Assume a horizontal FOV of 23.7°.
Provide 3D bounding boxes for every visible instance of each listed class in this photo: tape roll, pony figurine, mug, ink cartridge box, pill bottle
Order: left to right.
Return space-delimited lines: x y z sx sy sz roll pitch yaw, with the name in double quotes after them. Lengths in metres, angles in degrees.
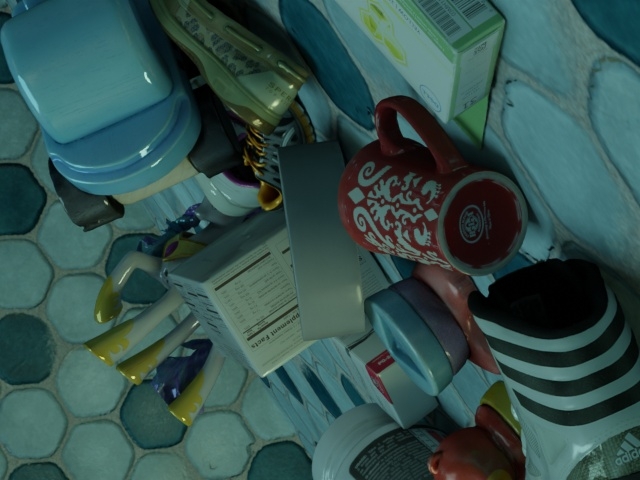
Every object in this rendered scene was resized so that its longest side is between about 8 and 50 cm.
-0.141 0.079 2.224 0.351 0.363 0.303 44 170 -37 "pony figurine"
0.000 0.000 1.703 0.219 0.072 0.219 173 90 -88 "tape roll"
0.085 0.176 2.115 0.150 0.063 0.109 39 161 55 "ink cartridge box"
0.069 -0.167 1.235 0.171 0.056 0.235 51 166 18 "ink cartridge box"
0.091 -0.040 1.354 0.150 0.113 0.169 49 169 -25 "mug"
0.141 0.372 2.078 0.363 0.210 0.210 38 160 56 "pill bottle"

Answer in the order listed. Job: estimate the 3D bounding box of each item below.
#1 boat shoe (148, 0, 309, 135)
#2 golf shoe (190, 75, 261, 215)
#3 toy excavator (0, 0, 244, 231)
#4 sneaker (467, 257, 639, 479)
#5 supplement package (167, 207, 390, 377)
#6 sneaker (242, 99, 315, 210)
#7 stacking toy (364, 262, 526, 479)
-0.103 -0.230 1.709 0.104 0.089 0.285 28 -160 -52 "boat shoe"
-0.154 -0.171 2.040 0.306 0.115 0.140 51 159 -13 "golf shoe"
-0.295 -0.285 1.761 0.445 0.222 0.433 55 -166 -64 "toy excavator"
0.235 0.149 1.329 0.447 0.169 0.258 80 171 -76 "sneaker"
-0.059 0.052 1.993 0.145 0.204 0.262 58 168 -10 "supplement package"
-0.055 -0.114 1.816 0.084 0.083 0.215 46 165 43 "sneaker"
0.166 0.180 1.630 0.309 0.130 0.279 58 169 -17 "stacking toy"
